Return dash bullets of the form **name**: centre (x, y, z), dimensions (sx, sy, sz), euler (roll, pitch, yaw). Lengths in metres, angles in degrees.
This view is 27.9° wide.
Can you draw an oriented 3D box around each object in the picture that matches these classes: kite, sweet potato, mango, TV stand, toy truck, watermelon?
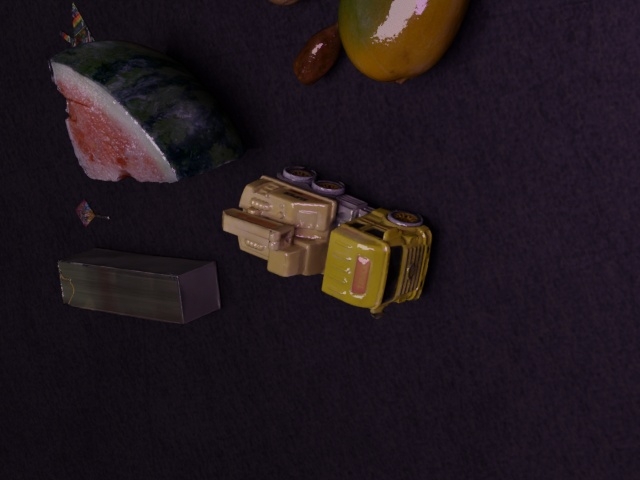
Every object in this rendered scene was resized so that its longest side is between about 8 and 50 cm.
- **kite**: centre (-0.373, -0.048, 2.095), dimensions (0.078, 0.002, 0.044), euler (-16, 93, 42)
- **sweet potato**: centre (0.009, -0.259, 1.702), dimensions (0.049, 0.049, 0.117), euler (49, 117, 17)
- **mango**: centre (0.113, -0.309, 1.560), dimensions (0.156, 0.114, 0.251), euler (44, 115, 32)
- **kite**: centre (-0.379, -0.307, 2.019), dimensions (0.090, 0.004, 0.122), euler (28, 119, 29)
- **TV stand**: centre (-0.285, 0.068, 2.004), dimensions (0.269, 0.088, 0.082), euler (7, 109, 38)
- **toy truck**: centre (0.000, 0.000, 1.709), dimensions (0.272, 0.157, 0.124), euler (24, 117, 32)
- **watermelon**: centre (-0.246, -0.146, 1.824), dimensions (0.262, 0.213, 0.201), euler (45, 127, 20)

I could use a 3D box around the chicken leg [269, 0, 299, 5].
- **chicken leg**: centre (-0.004, -0.372, 1.661), dimensions (0.198, 0.069, 0.085), euler (-25, 89, 34)
